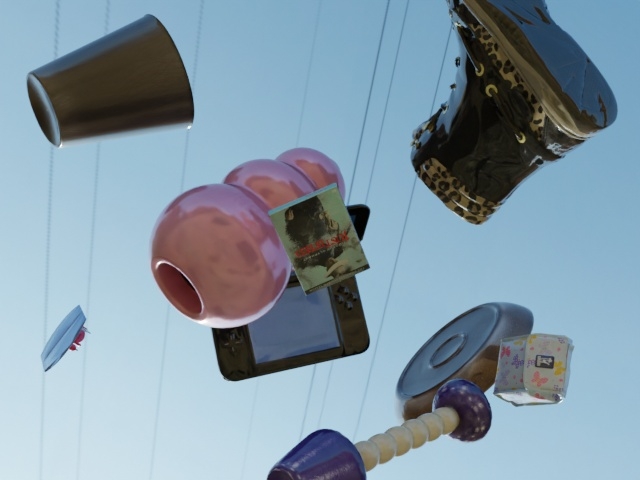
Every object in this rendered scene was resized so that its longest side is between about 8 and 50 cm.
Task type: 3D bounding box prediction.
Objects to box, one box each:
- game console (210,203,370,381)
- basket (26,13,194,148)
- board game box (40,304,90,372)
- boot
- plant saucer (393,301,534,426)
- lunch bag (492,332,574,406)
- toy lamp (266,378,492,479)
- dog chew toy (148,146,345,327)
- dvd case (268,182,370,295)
[{"bbox_3d":[-0.042,0.093,1.401,0.293,0.173,0.250,-9,-100,-21],"label":"game console"},{"bbox_3d":[-0.354,-0.250,1.333,0.154,0.227,0.204,-4,-73,59],"label":"basket"},{"bbox_3d":[-0.514,0.206,1.641,0.033,0.168,0.133,39,-96,-25],"label":"board game box"},{"bbox_3d":[0.213,-0.229,1.140,0.377,0.138,0.284,56,-36,16],"label":"boot"},{"bbox_3d":[0.238,0.208,1.419,0.310,0.310,0.050,-41,-83,22],"label":"plant saucer"},{"bbox_3d":[0.236,0.140,0.880,0.053,0.071,0.083,31,-28,-30],"label":"lunch bag"},{"bbox_3d":[0.063,0.196,0.766,0.080,0.274,0.080,10,-76,42],"label":"toy lamp"},{"bbox_3d":[-0.087,-0.024,1.170,0.206,0.332,0.207,30,-38,27],"label":"dog chew toy"},{"bbox_3d":[0.000,0.000,0.946,0.087,0.013,0.119,-23,-61,0],"label":"dvd case"}]
